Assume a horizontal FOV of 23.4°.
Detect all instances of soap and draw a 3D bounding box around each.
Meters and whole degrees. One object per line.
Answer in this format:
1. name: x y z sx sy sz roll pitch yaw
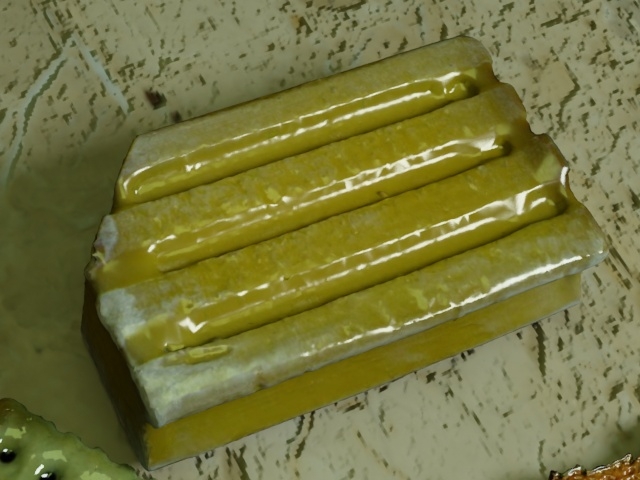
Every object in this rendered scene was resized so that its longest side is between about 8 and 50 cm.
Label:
1. soap: 0.000 0.000 0.720 0.232 0.073 0.140 -20 61 -20

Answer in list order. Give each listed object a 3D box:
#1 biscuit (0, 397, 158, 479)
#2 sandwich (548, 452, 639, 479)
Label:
1. biscuit: -0.075 0.171 0.642 0.231 0.016 0.139 29 58 8
2. sandwich: 0.146 0.122 0.699 0.135 0.029 0.067 -25 61 -21
